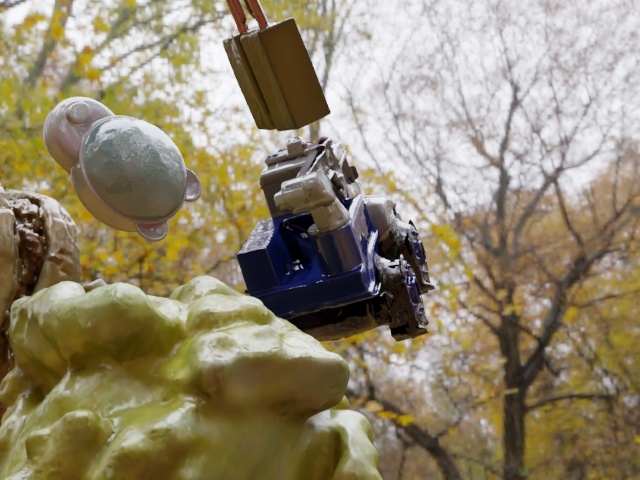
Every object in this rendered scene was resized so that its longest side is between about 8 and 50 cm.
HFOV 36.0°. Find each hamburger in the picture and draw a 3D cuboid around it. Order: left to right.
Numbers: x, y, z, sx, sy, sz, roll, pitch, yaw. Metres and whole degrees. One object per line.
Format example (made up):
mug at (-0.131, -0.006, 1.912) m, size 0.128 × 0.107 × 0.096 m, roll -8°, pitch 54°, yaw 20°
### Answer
hamburger at (-0.342, 0.072, 0.889) m, size 0.145 × 0.259 × 0.283 m, roll 17°, pitch -27°, yaw -36°

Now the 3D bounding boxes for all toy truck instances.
toy truck at (0.000, 0.000, 0.862) m, size 0.161 × 0.213 × 0.177 m, roll -15°, pitch -73°, yaw 13°

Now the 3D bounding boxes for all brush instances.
brush at (-0.069, -0.221, 0.959) m, size 0.047 × 0.233 × 0.103 m, roll -28°, pitch 16°, yaw -21°

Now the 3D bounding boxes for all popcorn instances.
popcorn at (-0.093, 0.140, 0.630) m, size 0.293 × 0.237 × 0.293 m, roll -1°, pitch -51°, yaw -1°

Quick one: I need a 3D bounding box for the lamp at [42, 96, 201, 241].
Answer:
lamp at (-0.293, -0.119, 1.450) m, size 0.246 × 0.179 × 0.108 m, roll 42°, pitch -49°, yaw -8°
